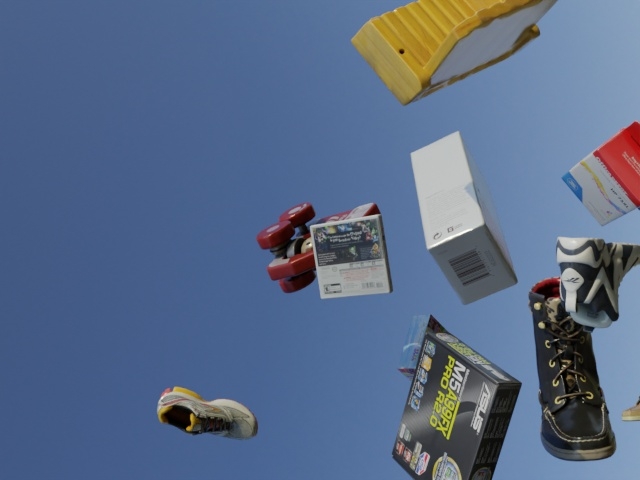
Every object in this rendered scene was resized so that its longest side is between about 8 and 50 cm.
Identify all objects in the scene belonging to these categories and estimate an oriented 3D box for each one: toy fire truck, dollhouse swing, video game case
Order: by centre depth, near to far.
[{"bbox_3d":[0.300,-0.511,1.745,0.346,0.305,0.315,-27,-113,-20],"label":"dollhouse swing"},{"bbox_3d":[0.068,0.039,1.777,0.022,0.190,0.173,-10,-89,-53],"label":"video game case"},{"bbox_3d":[0.000,0.000,2.032,0.170,0.253,0.302,64,-147,-14],"label":"toy fire truck"}]

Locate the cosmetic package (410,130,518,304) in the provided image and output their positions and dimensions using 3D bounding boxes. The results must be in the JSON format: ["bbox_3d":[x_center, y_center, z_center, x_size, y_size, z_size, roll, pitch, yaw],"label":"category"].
[{"bbox_3d":[0.382,-0.071,2.150,0.230,0.161,0.453,53,-159,-32],"label":"cosmetic package"}]

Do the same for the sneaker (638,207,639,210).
[{"bbox_3d":[0.912,-0.141,1.972,0.299,0.121,0.111,-10,-103,-20],"label":"sneaker"}]

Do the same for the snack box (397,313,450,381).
[{"bbox_3d":[0.316,0.333,2.212,0.207,0.070,0.175,44,-127,-35],"label":"snack box"}]

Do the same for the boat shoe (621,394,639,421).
[{"bbox_3d":[0.562,0.273,1.340,0.135,0.050,0.045,-11,-96,-24],"label":"boat shoe"}]

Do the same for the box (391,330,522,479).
[{"bbox_3d":[0.238,0.329,1.432,0.060,0.216,0.270,6,-74,-29],"label":"box"}]

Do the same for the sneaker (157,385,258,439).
[{"bbox_3d":[-0.246,0.391,1.704,0.093,0.225,0.088,-78,2,-72],"label":"sneaker"}]

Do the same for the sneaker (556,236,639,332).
[{"bbox_3d":[0.465,0.077,1.321,0.235,0.094,0.153,6,-92,-53],"label":"sneaker"}]

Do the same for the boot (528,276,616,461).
[{"bbox_3d":[0.492,0.244,1.569,0.377,0.138,0.285,-38,-59,-71],"label":"boot"}]

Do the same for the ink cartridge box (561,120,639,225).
[{"bbox_3d":[0.569,-0.123,1.510,0.078,0.231,0.134,-37,-97,-10],"label":"ink cartridge box"}]
